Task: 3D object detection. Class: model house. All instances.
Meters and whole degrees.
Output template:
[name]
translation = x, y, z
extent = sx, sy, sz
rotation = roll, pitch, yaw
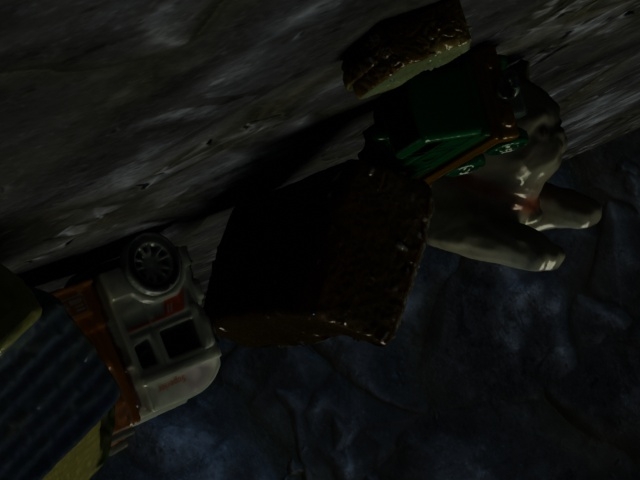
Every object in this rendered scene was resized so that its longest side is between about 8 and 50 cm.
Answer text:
[model house]
translation = -0.333, 0.140, 1.346
extent = 0.321, 0.261, 0.266
rotation = -45, 168, -26

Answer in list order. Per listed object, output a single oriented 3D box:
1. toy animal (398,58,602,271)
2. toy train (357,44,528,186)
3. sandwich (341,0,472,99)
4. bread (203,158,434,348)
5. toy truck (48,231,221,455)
[toy animal]
translation = 0.177, -0.105, 1.749
extent = 0.266, 0.188, 0.308
rotation = -1, -158, 35
[toy train]
translation = 0.107, -0.110, 1.526
extent = 0.136, 0.091, 0.227
rotation = -10, 171, -28
[sandwich]
translation = 0.064, -0.139, 1.212
extent = 0.093, 0.036, 0.105
rotation = -23, 177, -29
[bread]
translation = -0.015, 0.025, 1.682
extent = 0.113, 0.165, 0.416
rotation = 21, 169, -17
[toy truck]
translation = -0.287, 0.145, 1.700
extent = 0.387, 0.207, 0.173
rotation = -21, 176, -37
